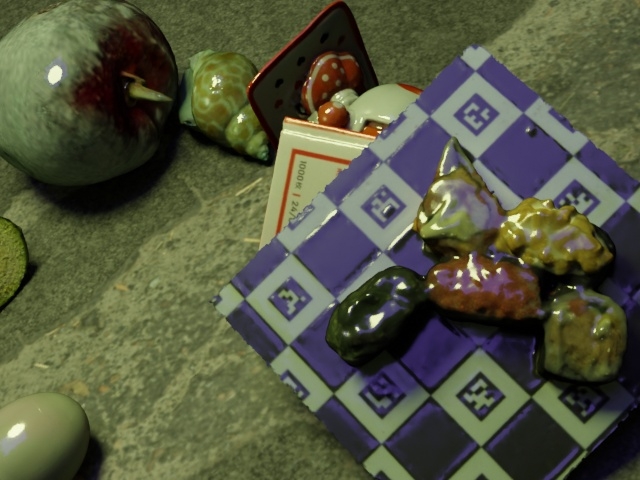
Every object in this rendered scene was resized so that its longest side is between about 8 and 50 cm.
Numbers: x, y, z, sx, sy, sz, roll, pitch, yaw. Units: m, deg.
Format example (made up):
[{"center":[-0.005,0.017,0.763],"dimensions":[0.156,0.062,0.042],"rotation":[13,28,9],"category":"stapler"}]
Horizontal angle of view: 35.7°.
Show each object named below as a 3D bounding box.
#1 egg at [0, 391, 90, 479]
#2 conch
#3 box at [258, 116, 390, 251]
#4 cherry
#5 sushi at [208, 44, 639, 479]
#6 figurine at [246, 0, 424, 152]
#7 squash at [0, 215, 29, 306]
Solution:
[{"center":[-0.292,0.212,0.996],"dimensions":[0.103,0.103,0.135],"rotation":[28,64,36],"category":"egg"},{"center":[-0.122,-0.183,1.270],"dimensions":[0.173,0.106,0.116],"rotation":[23,84,55],"category":"conch"},{"center":[0.000,0.000,1.004],"dimensions":[0.123,0.050,0.229],"rotation":[15,98,22],"category":"box"},{"center":[-0.307,-0.188,1.268],"dimensions":[0.296,0.218,0.255],"rotation":[-2,53,37],"category":"cherry"},{"center":[0.129,0.041,0.870],"dimensions":[0.359,0.064,0.343],"rotation":[-45,72,-1],"category":"sushi"},{"center":[0.070,-0.115,1.087],"dimensions":[0.160,0.183,0.226],"rotation":[-46,56,-10],"category":"figurine"},{"center":[-0.491,-0.002,1.238],"dimensions":[0.247,0.132,0.132],"rotation":[20,61,34],"category":"squash"}]
